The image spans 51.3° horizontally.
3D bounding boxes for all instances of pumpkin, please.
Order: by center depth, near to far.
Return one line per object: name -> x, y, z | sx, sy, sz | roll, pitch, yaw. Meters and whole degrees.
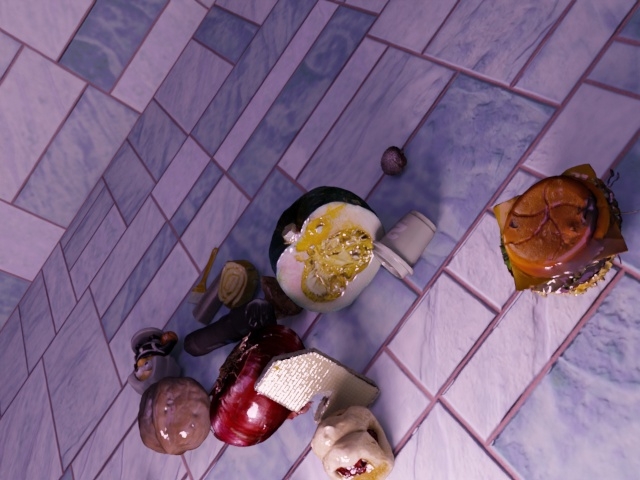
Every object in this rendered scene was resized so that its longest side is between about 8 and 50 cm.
pumpkin -> 0.000, 0.000, 1.644 | 0.293, 0.263, 0.197 | -51, 31, 10

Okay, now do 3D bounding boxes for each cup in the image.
cup -> 0.199, 0.006, 1.537 | 0.141, 0.120, 0.120 | -47, 37, -4

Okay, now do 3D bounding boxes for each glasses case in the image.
glasses case -> -0.325, 0.163, 2.087 | 0.205, 0.047, 0.071 | -56, 36, 7

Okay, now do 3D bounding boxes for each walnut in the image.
walnut -> -0.398, 0.485, 1.835 | 0.224, 0.224, 0.224 | -28, 47, 35

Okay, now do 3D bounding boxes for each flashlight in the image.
flashlight -> -0.267, 0.255, 1.861 | 0.424, 0.103, 0.103 | -29, 46, 49

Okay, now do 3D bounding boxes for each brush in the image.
brush -> -0.385, 0.117, 2.218 | 0.083, 0.011, 0.205 | 0, 66, 50

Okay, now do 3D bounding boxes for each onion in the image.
onion -> -0.136, 0.357, 1.594 | 0.314, 0.232, 0.314 | -55, 3, 5

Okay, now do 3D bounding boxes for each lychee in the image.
lychee -> 0.190, -0.207, 1.725 | 0.083, 0.068, 0.067 | -53, -5, 14

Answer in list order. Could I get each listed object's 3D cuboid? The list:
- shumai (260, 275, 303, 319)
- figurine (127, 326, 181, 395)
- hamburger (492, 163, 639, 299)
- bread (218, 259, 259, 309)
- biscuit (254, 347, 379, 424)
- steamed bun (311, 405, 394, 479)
shumai -> -0.112, 0.162, 1.784 | 0.139, 0.123, 0.105 | 20, 93, 40
figurine -> -0.519, 0.383, 2.096 | 0.176, 0.133, 0.236 | -38, 35, 8
hamburger -> 0.449, -0.012, 1.222 | 0.262, 0.139, 0.243 | -30, 48, 35
bread -> -0.246, 0.132, 1.979 | 0.117, 0.064, 0.156 | 34, 109, 38
biscuit -> -0.007, 0.321, 1.449 | 0.147, 0.250, 0.046 | -57, 17, 6
steamed bun -> 0.052, 0.414, 1.347 | 0.141, 0.155, 0.172 | -35, 59, 6
